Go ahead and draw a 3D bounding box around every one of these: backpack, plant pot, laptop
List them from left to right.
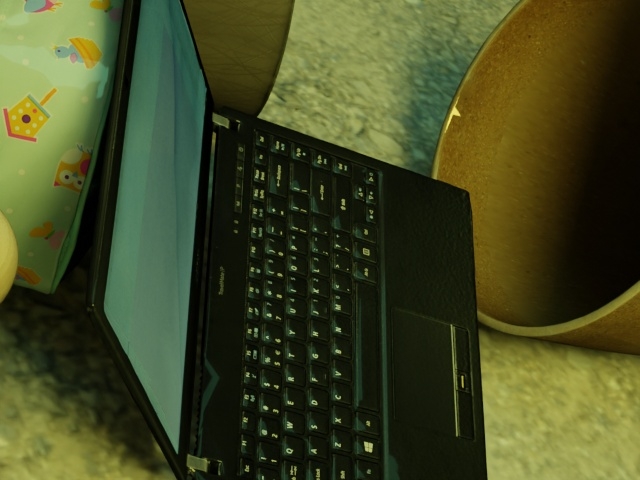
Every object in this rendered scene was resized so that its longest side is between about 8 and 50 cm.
[{"bbox_3d":[-0.153,-0.072,0.680,0.144,0.166,0.188,13,40,-18],"label":"backpack"},{"bbox_3d":[0.000,0.000,0.670,0.264,0.136,0.234,18,52,-22],"label":"laptop"},{"bbox_3d":[0.237,-0.022,0.848,0.254,0.237,0.237,21,36,-34],"label":"plant pot"}]

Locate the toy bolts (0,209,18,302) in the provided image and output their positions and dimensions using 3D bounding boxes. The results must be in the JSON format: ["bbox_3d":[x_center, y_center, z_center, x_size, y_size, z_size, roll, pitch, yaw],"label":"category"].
[{"bbox_3d":[-0.228,-0.005,0.523,0.228,0.218,0.158,34,60,-5],"label":"toy bolts"}]

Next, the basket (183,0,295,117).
[{"bbox_3d":[-0.140,-0.184,0.812,0.227,0.204,0.154,5,6,-20],"label":"basket"}]
